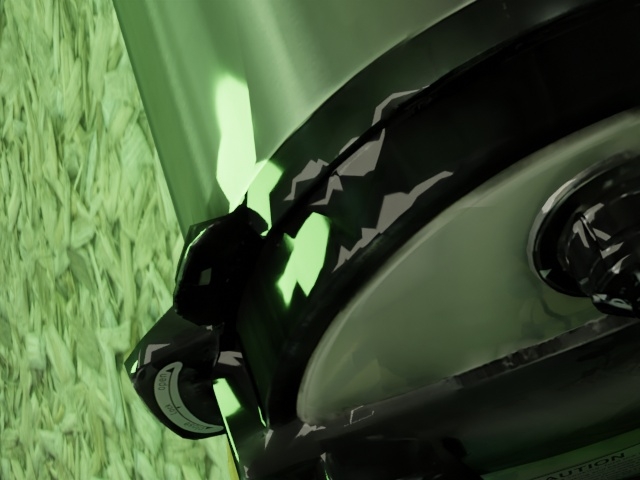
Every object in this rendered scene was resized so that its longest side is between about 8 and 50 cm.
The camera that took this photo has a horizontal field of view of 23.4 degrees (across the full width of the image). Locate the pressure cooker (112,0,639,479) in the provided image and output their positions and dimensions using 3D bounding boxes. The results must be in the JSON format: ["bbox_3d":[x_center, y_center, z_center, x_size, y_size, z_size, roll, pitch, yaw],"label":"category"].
[{"bbox_3d":[0.098,-0.062,0.725,0.370,0.375,0.420,-52,46,38],"label":"pressure cooker"}]

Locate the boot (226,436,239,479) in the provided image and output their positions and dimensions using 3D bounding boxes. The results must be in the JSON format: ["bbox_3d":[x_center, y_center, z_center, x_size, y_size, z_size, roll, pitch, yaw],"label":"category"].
[{"bbox_3d":[0.012,0.191,1.251,0.269,0.089,0.236,130,139,-52],"label":"boot"}]
